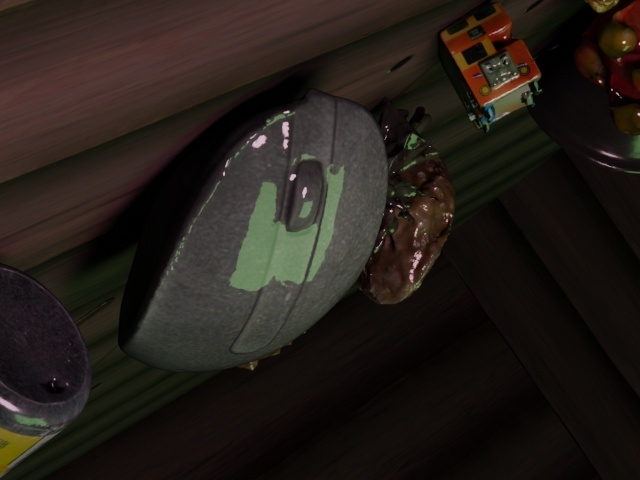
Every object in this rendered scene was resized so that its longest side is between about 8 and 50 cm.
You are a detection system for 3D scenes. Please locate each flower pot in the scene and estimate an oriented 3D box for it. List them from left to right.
[{"bbox_3d":[0.388,-0.213,2.047,0.235,0.235,0.148,-30,154,-38],"label":"flower pot"}]

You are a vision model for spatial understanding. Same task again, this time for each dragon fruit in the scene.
[{"bbox_3d":[0.404,-0.205,1.798,0.228,0.243,0.307,-26,133,11],"label":"dragon fruit"}]

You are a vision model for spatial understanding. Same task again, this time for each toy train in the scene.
[{"bbox_3d":[0.162,-0.164,1.587,0.072,0.099,0.188,-32,175,1],"label":"toy train"}]

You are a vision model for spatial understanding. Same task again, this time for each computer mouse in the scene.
[{"bbox_3d":[-0.060,0.020,1.393,0.203,0.114,0.374,-4,149,-26],"label":"computer mouse"}]

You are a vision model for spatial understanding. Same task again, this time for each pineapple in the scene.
[{"bbox_3d":[0.005,-0.019,1.671,0.340,0.169,0.169,-38,175,-16],"label":"pineapple"}]

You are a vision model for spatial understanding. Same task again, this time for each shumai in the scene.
[{"bbox_3d":[0.051,-0.037,1.844,0.153,0.209,0.161,20,150,-25],"label":"shumai"}]

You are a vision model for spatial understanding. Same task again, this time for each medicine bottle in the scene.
[{"bbox_3d":[-0.313,0.146,1.226,0.293,0.141,0.141,-37,174,28],"label":"medicine bottle"}]

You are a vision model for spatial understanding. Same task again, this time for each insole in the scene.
[{"bbox_3d":[-0.276,0.101,1.763,0.135,0.002,0.045,-35,175,4],"label":"insole"}]

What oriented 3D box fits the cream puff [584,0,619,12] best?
[{"bbox_3d":[0.280,-0.270,1.616,0.058,0.083,0.083,8,176,-13],"label":"cream puff"}]
